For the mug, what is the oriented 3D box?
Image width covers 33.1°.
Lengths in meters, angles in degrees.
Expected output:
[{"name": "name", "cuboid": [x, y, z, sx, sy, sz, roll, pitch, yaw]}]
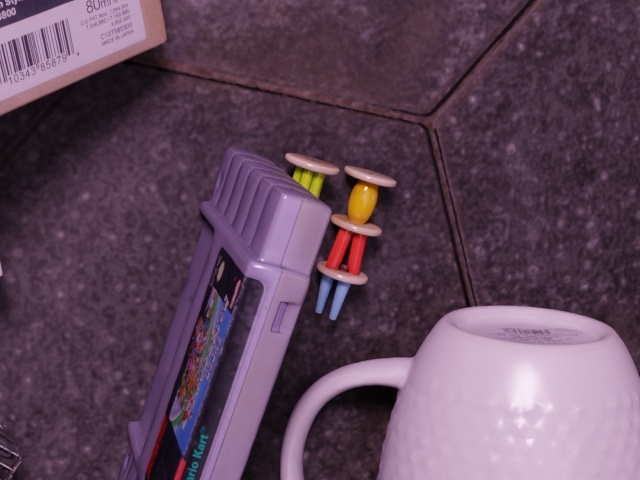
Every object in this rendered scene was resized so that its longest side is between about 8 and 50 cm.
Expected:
[{"name": "mug", "cuboid": [0.143, 0.236, 1.059, 0.374, 0.276, 0.328, 5, 99, 11]}]

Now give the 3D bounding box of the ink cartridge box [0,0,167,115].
[{"name": "ink cartridge box", "cuboid": [-0.236, -0.208, 0.806, 0.235, 0.088, 0.193, -37, 131, -42]}]

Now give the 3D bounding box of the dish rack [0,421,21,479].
[{"name": "dish rack", "cuboid": [-0.410, 0.235, 0.957, 0.208, 0.074, 0.271, 36, 90, -25]}]

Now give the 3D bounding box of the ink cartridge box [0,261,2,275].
[{"name": "ink cartridge box", "cuboid": [-0.356, -0.057, 0.882, 0.148, 0.086, 0.203, -12, 109, -16]}]

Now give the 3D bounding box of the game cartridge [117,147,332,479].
[{"name": "game cartridge", "cuboid": [-0.098, 0.107, 0.937, 0.068, 0.230, 0.355, 17, 99, -15]}]

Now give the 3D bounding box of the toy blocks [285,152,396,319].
[{"name": "toy blocks", "cuboid": [0.000, 0.000, 1.028, 0.123, 0.054, 0.148, 9, 102, -34]}]
